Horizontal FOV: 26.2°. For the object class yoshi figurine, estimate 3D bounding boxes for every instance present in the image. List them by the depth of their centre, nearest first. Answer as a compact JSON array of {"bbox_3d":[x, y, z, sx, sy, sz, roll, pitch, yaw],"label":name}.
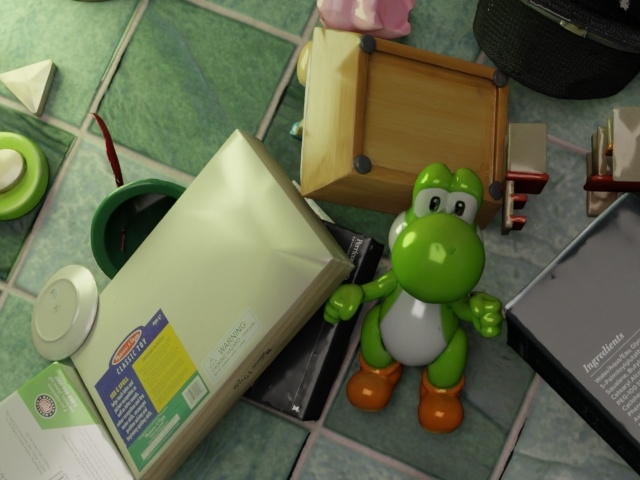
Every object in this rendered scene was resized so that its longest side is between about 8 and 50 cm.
[{"bbox_3d":[0.127,0.084,1.726,0.203,0.362,0.203,-12,38,-28],"label":"yoshi figurine"}]

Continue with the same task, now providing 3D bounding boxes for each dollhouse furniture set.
[{"bbox_3d":[0.363,-0.074,1.759,0.259,0.262,0.135,1,82,3],"label":"dollhouse furniture set"}]

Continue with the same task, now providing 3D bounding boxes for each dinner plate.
[{"bbox_3d":[-0.366,0.099,1.938,0.141,0.017,0.141,-18,61,35],"label":"dinner plate"}]

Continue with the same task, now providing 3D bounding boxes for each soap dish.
[{"bbox_3d":[0.120,-0.149,1.825,0.291,0.118,0.229,10,79,-28],"label":"soap dish"}]

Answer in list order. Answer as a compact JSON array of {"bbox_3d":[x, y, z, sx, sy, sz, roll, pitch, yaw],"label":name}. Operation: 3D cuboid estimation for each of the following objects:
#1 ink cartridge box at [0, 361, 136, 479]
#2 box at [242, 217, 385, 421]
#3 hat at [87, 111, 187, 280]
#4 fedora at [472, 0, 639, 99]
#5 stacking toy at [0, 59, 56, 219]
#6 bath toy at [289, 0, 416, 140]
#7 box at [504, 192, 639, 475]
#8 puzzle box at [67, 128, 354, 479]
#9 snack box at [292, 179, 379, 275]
[{"bbox_3d":[-0.430,0.354,1.882,0.353,0.119,0.207,-36,77,0],"label":"ink cartridge box"},{"bbox_3d":[-0.048,0.091,1.868,0.184,0.103,0.261,21,89,18],"label":"box"},{"bbox_3d":[-0.245,-0.056,1.980,0.173,0.183,0.208,-2,119,-8],"label":"hat"},{"bbox_3d":[0.328,-0.289,1.851,0.334,0.334,0.152,36,122,13],"label":"fedora"},{"bbox_3d":[-0.541,-0.168,1.995,0.279,0.130,0.309,4,80,10],"label":"stacking toy"},{"bbox_3d":[0.049,-0.305,1.937,0.151,0.129,0.348,18,82,-33],"label":"bath toy"},{"bbox_3d":[0.435,0.174,1.692,0.212,0.293,0.395,-44,77,-2],"label":"box"},{"bbox_3d":[-0.160,0.087,1.816,0.409,0.052,0.272,-49,52,16],"label":"puzzle box"},{"bbox_3d":[0.000,0.000,1.931,0.064,0.022,0.178,-43,76,2],"label":"snack box"}]
